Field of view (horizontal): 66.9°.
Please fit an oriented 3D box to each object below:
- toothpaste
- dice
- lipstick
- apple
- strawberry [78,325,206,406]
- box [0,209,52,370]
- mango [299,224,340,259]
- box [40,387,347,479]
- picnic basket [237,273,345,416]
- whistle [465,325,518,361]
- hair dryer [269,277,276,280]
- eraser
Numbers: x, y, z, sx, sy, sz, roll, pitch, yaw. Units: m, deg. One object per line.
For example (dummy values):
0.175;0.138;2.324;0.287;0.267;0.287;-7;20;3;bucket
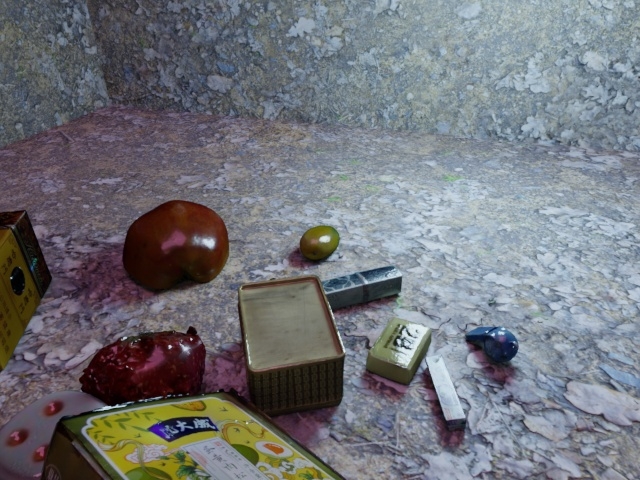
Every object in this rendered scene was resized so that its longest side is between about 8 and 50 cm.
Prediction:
0.286;0.347;1.125;0.047;0.040;0.196;-6;31;0;toothpaste
-0.476;0.411;0.898;0.191;0.194;0.193;12;32;23;dice
0.098;0.144;1.438;0.289;0.077;0.077;-13;34;-14;lipstick
-0.479;0.020;1.630;0.329;0.295;0.365;-45;36;2;apple
-0.373;0.309;1.049;0.273;0.221;0.274;-12;-5;-1;strawberry
-0.890;0.122;1.331;0.115;0.265;0.415;-7;31;-6;box
0.000;0.000;1.679;0.130;0.092;0.195;3;22;12;mango
-0.166;0.412;0.775;0.420;0.138;0.372;23;6;34;box
-0.077;0.247;1.184;0.227;0.176;0.313;-7;35;-11;picnic basket
0.446;0.266;1.234;0.090;0.091;0.158;-14;-6;-21;whistle
-0.174;0.145;1.503;0.083;0.026;0.047;-13;30;-5;hair dryer
0.202;0.275;1.232;0.117;0.058;0.172;15;35;26;eraser
